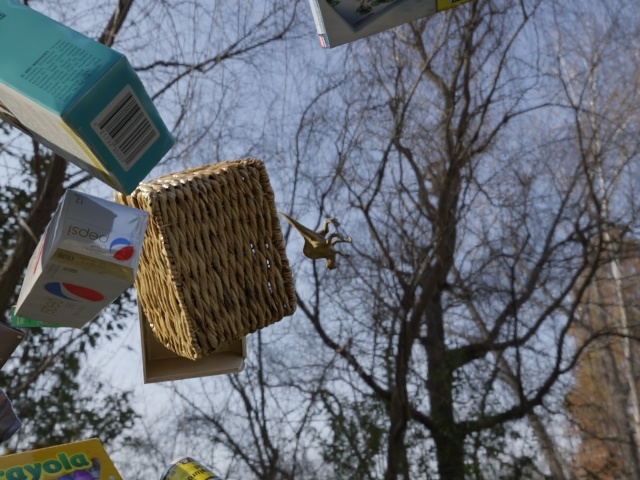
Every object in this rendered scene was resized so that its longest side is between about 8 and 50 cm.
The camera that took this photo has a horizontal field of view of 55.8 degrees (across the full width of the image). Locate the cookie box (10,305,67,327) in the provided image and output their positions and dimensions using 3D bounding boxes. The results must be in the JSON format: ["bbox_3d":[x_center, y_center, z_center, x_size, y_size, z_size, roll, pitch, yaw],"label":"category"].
[{"bbox_3d":[-0.510,0.140,1.137,0.107,0.040,0.092,1,-2,-7],"label":"cookie box"}]

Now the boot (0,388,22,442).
[{"bbox_3d":[-0.768,0.449,1.398,0.082,0.219,0.106,-23,-68,13],"label":"boot"}]

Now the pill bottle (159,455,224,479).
[{"bbox_3d":[-0.150,0.331,0.776,0.116,0.065,0.065,16,-14,39],"label":"pill bottle"}]

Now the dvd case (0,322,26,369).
[{"bbox_3d":[-0.611,0.216,0.974,0.018,0.221,0.164,25,-13,39],"label":"dvd case"}]

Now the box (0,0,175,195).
[{"bbox_3d":[-0.232,-0.130,0.462,0.244,0.060,0.100,30,-19,21],"label":"box"}]

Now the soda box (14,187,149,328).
[{"bbox_3d":[-0.237,0.028,0.584,0.074,0.069,0.216,18,-27,-27],"label":"soda box"}]

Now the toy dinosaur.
[{"bbox_3d":[0.000,0.000,1.162,0.092,0.053,0.183,-31,-57,20],"label":"toy dinosaur"}]

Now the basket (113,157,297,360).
[{"bbox_3d":[-0.205,0.024,1.065,0.223,0.299,0.213,-23,17,-34],"label":"basket"}]

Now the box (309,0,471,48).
[{"bbox_3d":[0.092,-0.372,0.814,0.233,0.044,0.159,-21,-68,-9],"label":"box"}]

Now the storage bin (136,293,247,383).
[{"bbox_3d":[-0.317,0.199,1.517,0.260,0.262,0.123,-4,13,-14],"label":"storage bin"}]

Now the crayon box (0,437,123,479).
[{"bbox_3d":[-0.309,0.345,0.684,0.203,0.323,0.083,6,-64,-51],"label":"crayon box"}]
